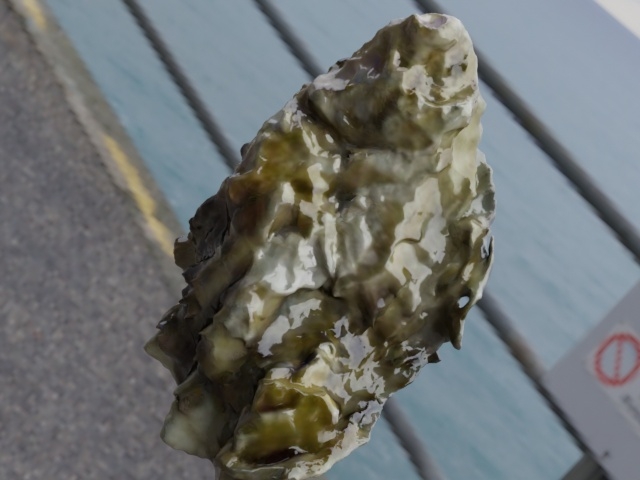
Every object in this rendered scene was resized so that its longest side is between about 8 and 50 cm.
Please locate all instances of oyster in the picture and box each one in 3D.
[{"bbox_3d":[-0.001,-0.001,1.007,0.238,0.351,0.115,35,3,35],"label":"oyster"}]
